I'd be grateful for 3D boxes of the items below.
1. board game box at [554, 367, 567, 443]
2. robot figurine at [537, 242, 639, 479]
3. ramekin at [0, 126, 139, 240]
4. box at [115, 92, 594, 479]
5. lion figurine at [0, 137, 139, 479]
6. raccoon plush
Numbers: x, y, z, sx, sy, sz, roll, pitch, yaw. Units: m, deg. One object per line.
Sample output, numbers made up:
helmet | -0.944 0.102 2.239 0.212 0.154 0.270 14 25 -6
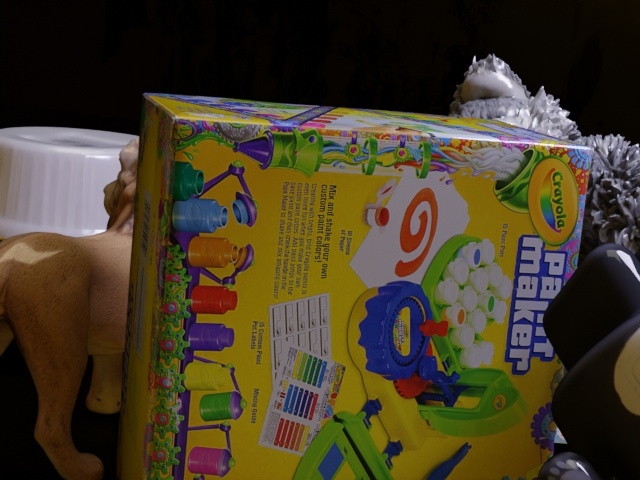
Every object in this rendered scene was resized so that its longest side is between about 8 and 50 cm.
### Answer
board game box | 0.167 0.138 1.301 0.160 0.039 0.211 5 11 -4
robot figurine | 0.248 0.125 0.827 0.278 0.209 0.173 58 11 21
ramekin | -0.344 -0.079 1.942 0.277 0.135 0.277 6 10 -1
box | 0.012 0.058 0.960 0.279 0.290 0.177 4 10 -14
lion figurine | -0.176 0.043 1.076 0.142 0.240 0.392 8 11 15
raccoon plush | 0.291 -0.029 1.409 0.446 0.216 0.299 5 37 -54
